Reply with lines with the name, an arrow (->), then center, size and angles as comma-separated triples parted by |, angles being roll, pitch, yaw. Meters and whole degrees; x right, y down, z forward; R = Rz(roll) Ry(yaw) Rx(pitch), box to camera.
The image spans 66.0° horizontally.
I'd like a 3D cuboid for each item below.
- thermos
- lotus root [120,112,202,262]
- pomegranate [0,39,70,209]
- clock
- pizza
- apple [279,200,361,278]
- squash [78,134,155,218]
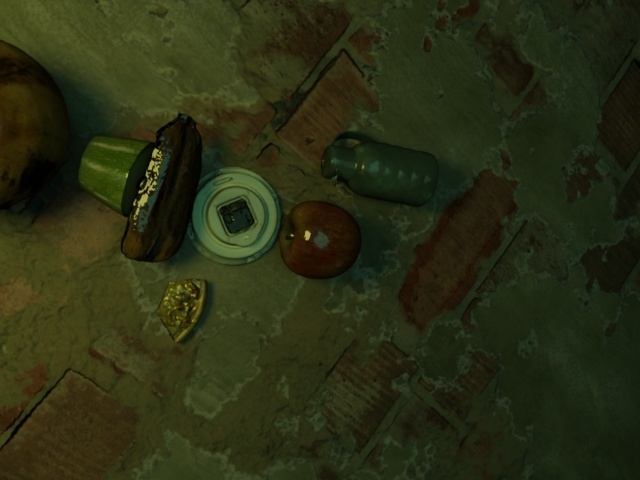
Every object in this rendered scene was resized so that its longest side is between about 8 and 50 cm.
thermos -> 0.142, -0.189, 1.242 | 0.287, 0.145, 0.182 | 10, 57, -20
lotus root -> -0.309, -0.101, 1.047 | 0.078, 0.167, 0.329 | 19, 95, 16
pomegranate -> -0.615, -0.204, 0.871 | 0.322, 0.322, 0.321 | -1, 93, -21
clock -> -0.201, -0.057, 1.157 | 0.237, 0.053, 0.236 | 0, 91, -22
pizza -> -0.318, 0.153, 1.129 | 0.099, 0.036, 0.160 | 25, 83, -20
apple -> 0.000, 0.000, 1.164 | 0.174, 0.188, 0.188 | 10, 89, -29
squash -> -0.415, -0.139, 1.021 | 0.123, 0.170, 0.170 | 18, 86, -6
